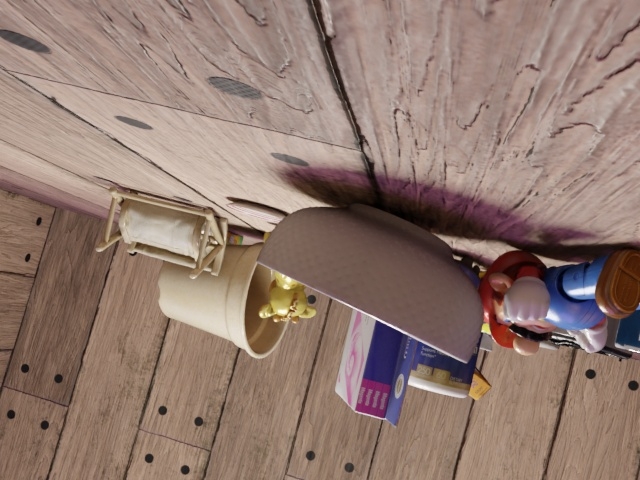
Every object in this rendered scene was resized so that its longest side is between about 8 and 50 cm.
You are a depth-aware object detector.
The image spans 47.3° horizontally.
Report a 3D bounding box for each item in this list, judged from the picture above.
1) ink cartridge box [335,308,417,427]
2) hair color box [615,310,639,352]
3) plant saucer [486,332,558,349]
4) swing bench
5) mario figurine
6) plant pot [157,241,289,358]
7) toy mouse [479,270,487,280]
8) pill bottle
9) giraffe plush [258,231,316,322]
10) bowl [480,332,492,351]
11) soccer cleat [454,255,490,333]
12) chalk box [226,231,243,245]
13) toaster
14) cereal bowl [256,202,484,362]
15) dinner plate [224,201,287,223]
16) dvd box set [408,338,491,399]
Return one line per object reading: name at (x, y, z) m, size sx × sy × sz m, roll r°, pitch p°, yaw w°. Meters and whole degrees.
ink cartridge box at (0.115, 0.167, 1.419) m, size 0.071 × 0.324 × 0.330 m, roll 14°, pitch 175°, yaw -6°
hair color box at (0.622, 0.155, 1.056) m, size 0.347 × 0.105 × 0.174 m, roll 17°, pitch 175°, yaw -23°
plant saucer at (0.518, 0.231, 2.185) m, size 0.401 × 0.100 × 0.400 m, roll 15°, pitch 176°, yaw 1°
swing bench at (-0.377, -0.018, 1.804) m, size 0.253 × 0.165 × 0.255 m, roll 14°, pitch 180°, yaw 4°
mario figurine at (0.321, 0.104, 0.965) m, size 0.198 × 0.170 × 0.320 m, roll 50°, pitch 160°, yaw -7°
plant pot at (-0.273, 0.137, 2.061) m, size 0.306 × 0.333 × 0.334 m, roll 9°, pitch 173°, yaw 21°
toy mouse at (0.362, 0.086, 1.470) m, size 0.143 × 0.031 × 0.161 m, roll 19°, pitch 174°, yaw -33°
pill bottle at (0.272, 0.192, 1.575) m, size 0.153 × 0.264 × 0.153 m, roll 14°, pitch 174°, yaw 1°
giraffe plush at (-0.062, 0.094, 1.648) m, size 0.181 × 0.170 × 0.210 m, roll 13°, pitch -158°, yaw 4°
bowl at (0.424, 0.280, 2.143) m, size 0.142 × 0.053 × 0.142 m, roll 20°, pitch 173°, yaw -34°
soccer cleat at (0.285, 0.130, 1.373) m, size 0.093 × 0.121 × 0.289 m, roll 14°, pitch 161°, yaw 46°
chalk box at (-0.352, 0.066, 2.299) m, size 0.132 × 0.213 × 0.132 m, roll 13°, pitch 174°, yaw 28°
toaster at (0.475, 0.148, 1.369) m, size 0.186 × 0.110 × 0.168 m, roll 19°, pitch 173°, yaw -40°
cereal bowl at (0.085, 0.041, 1.048) m, size 0.339 × 0.141 × 0.339 m, roll 25°, pitch 176°, yaw 2°
dinner plate at (-0.117, -0.055, 1.421) m, size 0.141 × 0.017 × 0.141 m, roll 15°, pitch 174°, yaw 2°
dvd box set at (0.250, 0.225, 1.880) m, size 0.420 × 0.062 × 0.307 m, roll 39°, pitch -171°, yaw -43°
